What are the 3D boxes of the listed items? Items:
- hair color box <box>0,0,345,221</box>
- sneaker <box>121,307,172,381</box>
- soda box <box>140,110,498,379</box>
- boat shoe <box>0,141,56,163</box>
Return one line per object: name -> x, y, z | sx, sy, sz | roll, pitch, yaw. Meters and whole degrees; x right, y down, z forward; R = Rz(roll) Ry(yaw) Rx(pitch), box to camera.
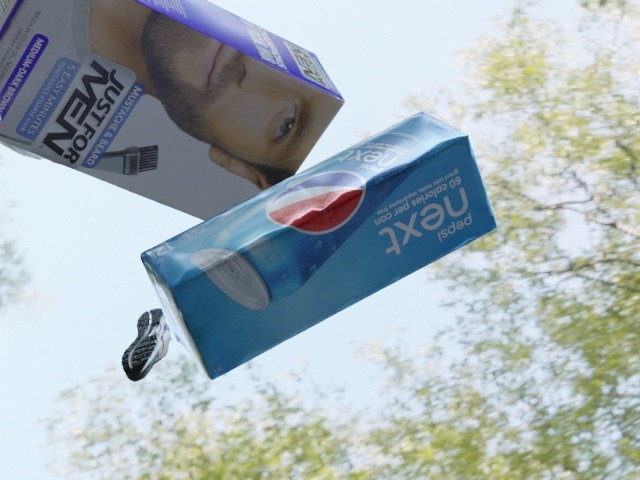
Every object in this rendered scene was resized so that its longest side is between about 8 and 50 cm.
hair color box -> -0.167, -0.149, 1.366 | 0.185, 0.339, 0.110 | -55, -144, 20
sneaker -> -0.179, 0.118, 1.495 | 0.040, 0.109, 0.043 | -11, -61, 18
soda box -> 0.000, 0.000, 0.882 | 0.067, 0.210, 0.071 | 37, -29, 59
boat shoe -> -0.314, -0.132, 1.534 | 0.084, 0.233, 0.079 | 29, -85, 7
